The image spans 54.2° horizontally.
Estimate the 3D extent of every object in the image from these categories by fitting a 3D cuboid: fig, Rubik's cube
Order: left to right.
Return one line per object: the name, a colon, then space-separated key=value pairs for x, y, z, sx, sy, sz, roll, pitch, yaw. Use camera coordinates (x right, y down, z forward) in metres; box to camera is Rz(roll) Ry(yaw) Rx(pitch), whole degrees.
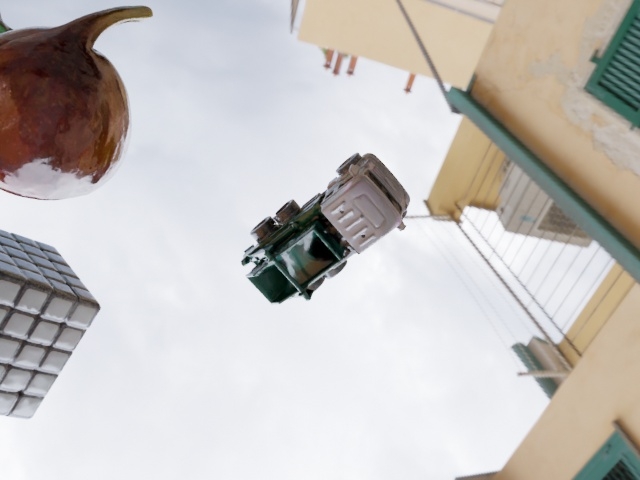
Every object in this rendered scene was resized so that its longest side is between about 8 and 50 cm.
Rubik's cube: x=-0.547 y=0.119 z=1.017 sx=0.237 sy=0.238 sz=0.237 roll=32 pitch=-177 yaw=43
fig: x=-0.255 y=-0.145 z=0.602 sx=0.175 sy=0.207 sz=0.175 roll=26 pitch=-163 yaw=-9

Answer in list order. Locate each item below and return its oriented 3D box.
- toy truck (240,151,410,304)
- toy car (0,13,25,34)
toy truck: x=0.000 y=0.000 z=0.738 sx=0.110 sy=0.216 sz=0.116 roll=49 pitch=-156 yaw=-12
toy car: x=-0.564 y=-0.323 z=0.886 sx=0.213 sy=0.176 sz=0.359 roll=36 pitch=175 yaw=26
